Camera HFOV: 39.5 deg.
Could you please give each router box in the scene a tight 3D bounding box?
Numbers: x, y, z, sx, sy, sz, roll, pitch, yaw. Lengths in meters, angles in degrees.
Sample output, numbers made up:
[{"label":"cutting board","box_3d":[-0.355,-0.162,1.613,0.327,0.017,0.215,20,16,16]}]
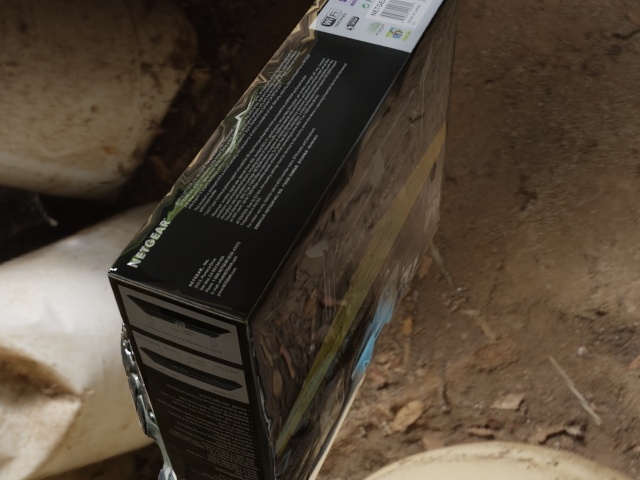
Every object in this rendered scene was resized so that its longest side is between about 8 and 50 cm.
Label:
[{"label":"router box","box_3d":[0.000,0.000,0.582,0.081,0.309,0.243,17,141,17]}]

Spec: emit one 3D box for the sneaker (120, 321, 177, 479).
[{"label":"sneaker","box_3d":[-0.066,0.176,0.703,0.110,0.122,0.283,147,109,-69]}]
